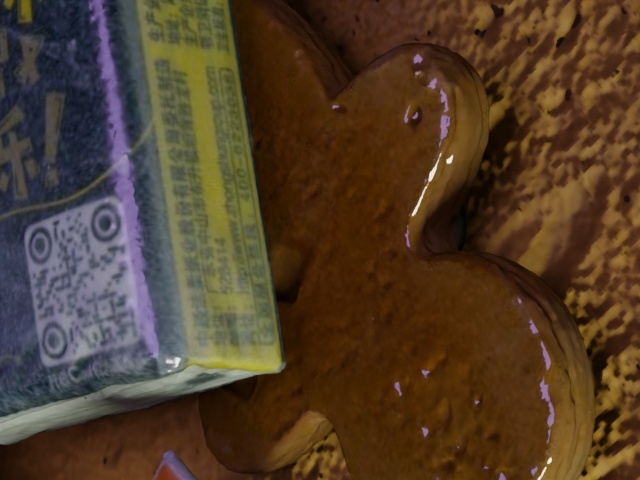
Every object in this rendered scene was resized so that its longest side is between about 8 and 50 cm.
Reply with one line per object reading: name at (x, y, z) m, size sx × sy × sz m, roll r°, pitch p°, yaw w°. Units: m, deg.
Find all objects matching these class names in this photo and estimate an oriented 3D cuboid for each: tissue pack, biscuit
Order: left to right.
tissue pack at (-0.116, -0.053, 0.676) m, size 0.185 × 0.081 × 0.257 m, roll -19°, pitch 75°, yaw 41°
biscuit at (0.000, 0.000, 0.650) m, size 0.301 × 0.049 × 0.197 m, roll 45°, pitch 121°, yaw 36°

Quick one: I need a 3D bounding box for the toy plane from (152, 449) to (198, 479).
toy plane at (-0.076, 0.203, 0.637) m, size 0.245 × 0.117 × 0.244 m, roll -7°, pitch 79°, yaw 37°
